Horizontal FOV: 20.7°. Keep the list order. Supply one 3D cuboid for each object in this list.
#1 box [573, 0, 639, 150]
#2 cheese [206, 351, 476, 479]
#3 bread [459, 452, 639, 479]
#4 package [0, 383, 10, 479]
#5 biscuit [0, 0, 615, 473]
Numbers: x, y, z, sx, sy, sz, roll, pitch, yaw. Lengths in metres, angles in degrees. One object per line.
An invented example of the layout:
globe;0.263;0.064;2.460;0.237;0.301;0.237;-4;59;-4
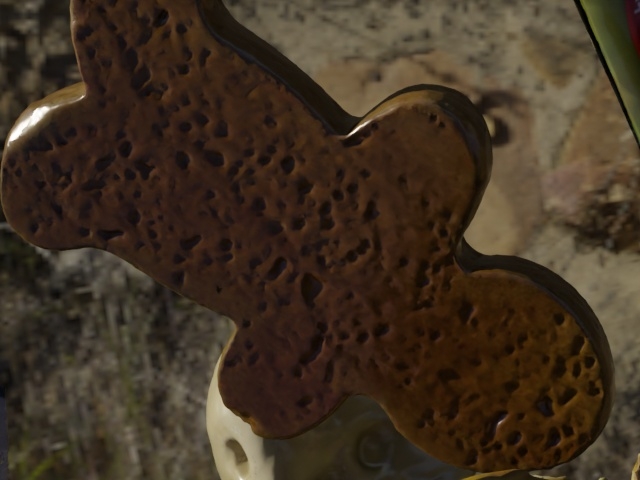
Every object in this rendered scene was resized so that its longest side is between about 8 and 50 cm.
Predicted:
box;0.355;-0.289;1.869;0.138;0.420;0.373;-19;113;17
cheese;0.022;0.145;1.331;0.117;0.217;0.235;149;122;-68
bread;0.118;0.303;0.947;0.250;0.361;0.394;-23;76;-2
package;-0.334;0.188;1.235;0.250;0.062;0.204;3;105;15
biscuit;0.001;-0.001;1.134;0.432;0.064;0.283;32;120;2
